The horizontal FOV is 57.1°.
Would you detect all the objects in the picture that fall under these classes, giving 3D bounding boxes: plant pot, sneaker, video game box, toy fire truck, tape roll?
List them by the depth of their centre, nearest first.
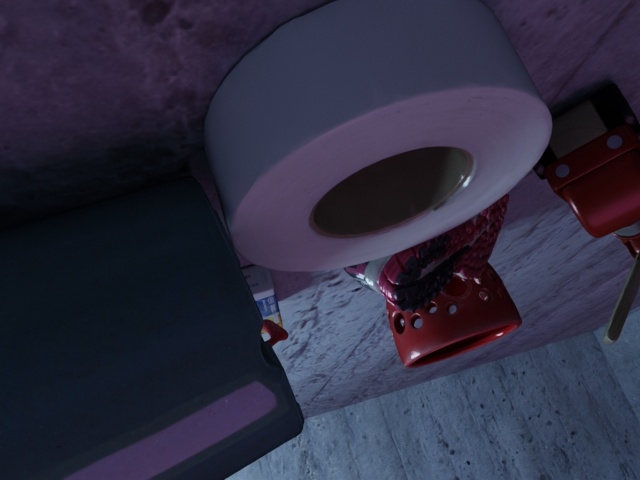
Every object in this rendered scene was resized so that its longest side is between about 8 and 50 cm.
[{"bbox_3d":[-0.214,0.119,0.509,0.334,0.341,0.341,-24,159,-11],"label":"plant pot"},{"bbox_3d":[0.047,-0.077,0.519,0.286,0.100,0.286,-17,158,-7],"label":"tape roll"},{"bbox_3d":[0.345,-0.020,0.697,0.158,0.246,0.217,-32,155,27],"label":"toy fire truck"},{"bbox_3d":[0.147,-0.011,0.755,0.299,0.112,0.121,-16,125,-47],"label":"sneaker"},{"bbox_3d":[-0.154,0.110,0.866,0.187,0.048,0.205,-14,157,-5],"label":"video game box"},{"bbox_3d":[0.190,0.087,0.919,0.191,0.174,0.191,-16,157,-7],"label":"plant pot"}]

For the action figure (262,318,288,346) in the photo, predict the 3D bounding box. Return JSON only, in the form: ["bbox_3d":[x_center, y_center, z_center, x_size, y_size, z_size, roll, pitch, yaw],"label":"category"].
[{"bbox_3d":[-0.164,0.170,0.764,0.280,0.139,0.091,-29,136,-67],"label":"action figure"}]
